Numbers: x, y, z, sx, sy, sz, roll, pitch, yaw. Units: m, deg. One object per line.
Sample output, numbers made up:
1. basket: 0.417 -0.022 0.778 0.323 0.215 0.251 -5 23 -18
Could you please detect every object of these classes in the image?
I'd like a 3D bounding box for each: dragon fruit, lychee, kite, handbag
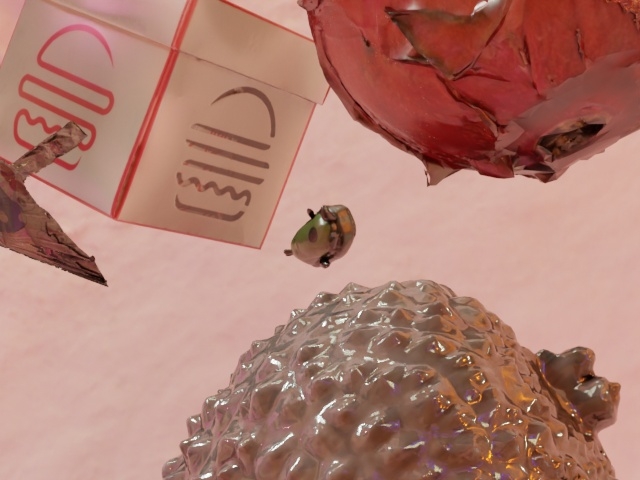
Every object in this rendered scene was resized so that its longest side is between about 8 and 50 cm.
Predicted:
1. dragon fruit: 0.128 -0.197 0.865 0.296 0.295 0.301 -19 63 6
2. lychee: 0.063 0.231 1.037 0.432 0.380 0.380 -35 64 6
3. kite: -0.350 -0.067 1.381 0.314 0.335 0.011 -20 29 40
4. handbag: 0.000 0.000 1.388 0.047 0.111 0.072 -8 76 -32

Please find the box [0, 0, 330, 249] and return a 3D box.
1. box: -0.216 -0.190 1.636 0.312 0.314 0.300 26 98 35
